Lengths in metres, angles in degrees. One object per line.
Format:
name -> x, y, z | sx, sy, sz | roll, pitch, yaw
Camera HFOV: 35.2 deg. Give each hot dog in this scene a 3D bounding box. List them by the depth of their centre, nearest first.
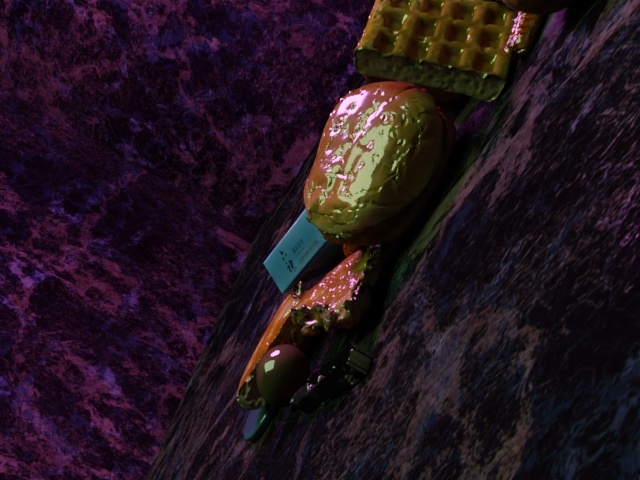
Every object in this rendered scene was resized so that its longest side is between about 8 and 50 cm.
hot dog -> 0.321, -0.338, 1.570 | 0.144, 0.038, 0.062 | -64, 9, -26

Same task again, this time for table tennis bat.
table tennis bat -> -0.112, 0.313, 1.958 | 0.124, 0.033, 0.201 | -55, 11, 14

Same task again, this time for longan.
longan -> -0.064, 0.233, 1.734 | 0.113, 0.092, 0.113 | 10, -90, -89

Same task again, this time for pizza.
pizza -> 0.043, 0.088, 1.637 | 0.189, 0.071, 0.297 | -42, 4, -10
pizza -> -0.057, 0.181, 1.895 | 0.229, 0.081, 0.290 | -55, 5, 44

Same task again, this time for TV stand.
TV stand -> 0.013, 0.213, 1.517 | 0.249, 0.036, 0.042 | -48, 16, 58

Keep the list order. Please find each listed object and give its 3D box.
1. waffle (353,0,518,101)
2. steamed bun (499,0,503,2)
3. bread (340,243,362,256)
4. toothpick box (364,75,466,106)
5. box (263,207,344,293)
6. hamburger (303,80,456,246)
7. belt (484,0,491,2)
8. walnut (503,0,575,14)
waffle -> 0.194, -0.327, 1.643 | 0.221, 0.247, 0.055 | -68, -13, -45
steamed bun -> 0.334, -0.592, 1.640 | 0.342, 0.255, 0.368 | -52, 9, 53
bread -> 0.106, -0.095, 1.791 | 0.269, 0.095, 0.139 | -50, 11, 0
toothpick box -> 0.188, -0.333, 1.880 | 0.192, 0.192, 0.294 | -59, 13, 6
box -> 0.000, 0.000, 1.991 | 0.142, 0.083, 0.232 | -23, -18, -36
hamburger -> 0.086, -0.125, 1.655 | 0.259, 0.144, 0.283 | 10, 79, 47
belt -> 0.270, -0.509, 2.072 | 0.257, 0.150, 0.207 | -137, 68, -84
walnut -> 0.317, -0.405, 1.413 | 0.167, 0.167, 0.207 | -61, 6, -5
